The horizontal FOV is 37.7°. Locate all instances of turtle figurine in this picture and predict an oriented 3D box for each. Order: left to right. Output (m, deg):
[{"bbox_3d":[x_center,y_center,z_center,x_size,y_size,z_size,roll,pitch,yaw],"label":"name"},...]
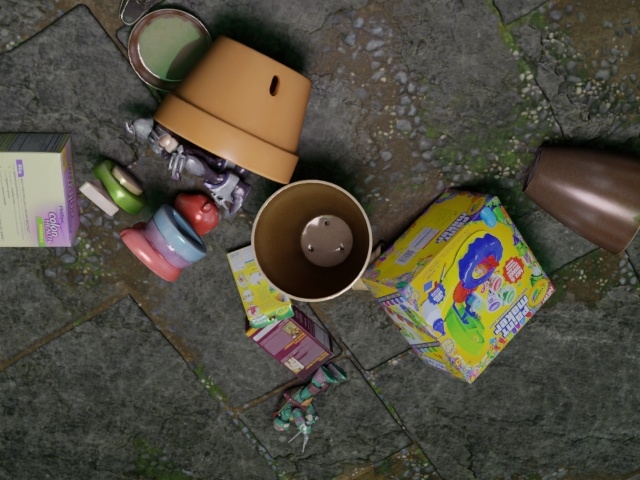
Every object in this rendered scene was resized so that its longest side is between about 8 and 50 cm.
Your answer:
[{"bbox_3d":[-0.039,0.396,2.220,0.118,0.175,0.234,37,102,-1],"label":"turtle figurine"}]

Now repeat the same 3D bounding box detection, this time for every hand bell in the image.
[{"bbox_3d":[0.032,0.085,2.096,0.242,0.126,0.126,-9,118,14],"label":"hand bell"}]

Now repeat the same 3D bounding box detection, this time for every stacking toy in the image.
[{"bbox_3d":[-0.325,-0.074,1.889,0.130,0.309,0.279,-40,102,8],"label":"stacking toy"}]

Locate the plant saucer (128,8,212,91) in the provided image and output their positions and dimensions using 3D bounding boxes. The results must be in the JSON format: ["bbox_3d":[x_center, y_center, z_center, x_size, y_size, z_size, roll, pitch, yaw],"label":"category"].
[{"bbox_3d":[-0.296,-0.380,1.863,0.169,0.029,0.168,-2,118,-3],"label":"plant saucer"}]

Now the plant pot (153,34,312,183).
[{"bbox_3d":[-0.149,-0.263,1.809,0.291,0.291,0.203,24,97,-15],"label":"plant pot"}]

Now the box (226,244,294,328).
[{"bbox_3d":[-0.128,0.097,2.064,0.105,0.043,0.179,-19,82,7],"label":"box"}]

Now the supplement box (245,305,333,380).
[{"bbox_3d":[-0.071,0.220,2.157,0.104,0.081,0.188,-41,112,16],"label":"supplement box"}]

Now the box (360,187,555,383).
[{"bbox_3d":[0.294,0.092,1.997,0.290,0.177,0.279,-45,116,-16],"label":"box"}]

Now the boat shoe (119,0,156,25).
[{"bbox_3d":[-0.340,-0.475,1.798,0.056,0.049,0.152,32,112,-18],"label":"boat shoe"}]

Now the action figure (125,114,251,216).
[{"bbox_3d":[-0.272,-0.167,1.898,0.285,0.185,0.099,30,108,-28],"label":"action figure"}]

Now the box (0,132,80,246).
[{"bbox_3d":[-0.637,-0.105,1.936,0.243,0.117,0.213,0,117,-2],"label":"box"}]

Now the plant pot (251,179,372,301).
[{"bbox_3d":[0.000,0.000,1.938,0.237,0.254,0.237,0,90,8],"label":"plant pot"}]

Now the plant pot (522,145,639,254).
[{"bbox_3d":[0.553,-0.110,1.974,0.230,0.215,0.215,21,115,3],"label":"plant pot"}]
